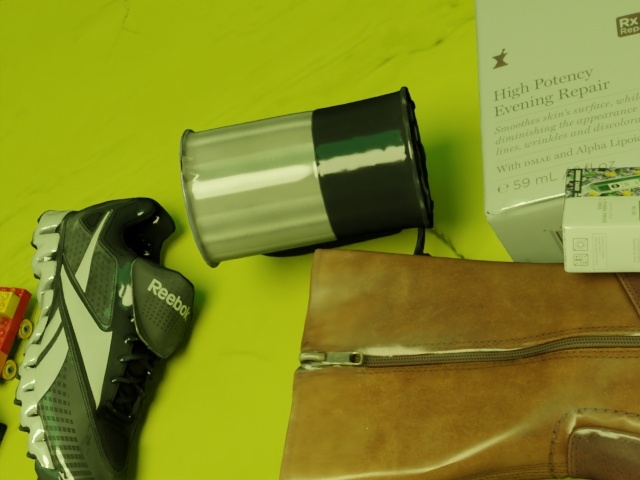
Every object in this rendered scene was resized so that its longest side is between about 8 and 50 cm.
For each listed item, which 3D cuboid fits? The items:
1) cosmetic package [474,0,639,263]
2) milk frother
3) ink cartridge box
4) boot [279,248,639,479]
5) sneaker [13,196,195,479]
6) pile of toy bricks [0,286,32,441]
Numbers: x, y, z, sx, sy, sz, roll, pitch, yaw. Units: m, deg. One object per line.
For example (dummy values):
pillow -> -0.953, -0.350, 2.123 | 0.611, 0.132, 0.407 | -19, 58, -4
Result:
cosmetic package -> 0.157, -0.103, 0.783 | 0.117, 0.085, 0.231 | -13, 57, 20
milk frother -> 0.000, 0.000, 0.767 | 0.135, 0.129, 0.143 | -11, 49, 9
ink cartridge box -> 0.178, -0.012, 0.651 | 0.115, 0.029, 0.063 | -1, 30, 14
boot -> 0.117, 0.105, 0.614 | 0.280, 0.096, 0.264 | -1, 58, 7
sneaker -> -0.129, 0.062, 0.833 | 0.106, 0.078, 0.234 | -21, 51, 18
pile of toy bricks -> -0.279, 0.110, 0.864 | 0.118, 0.105, 0.212 | 1, 61, 29
